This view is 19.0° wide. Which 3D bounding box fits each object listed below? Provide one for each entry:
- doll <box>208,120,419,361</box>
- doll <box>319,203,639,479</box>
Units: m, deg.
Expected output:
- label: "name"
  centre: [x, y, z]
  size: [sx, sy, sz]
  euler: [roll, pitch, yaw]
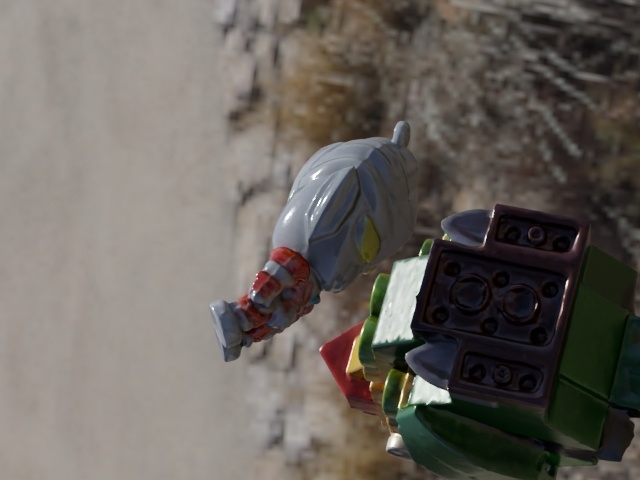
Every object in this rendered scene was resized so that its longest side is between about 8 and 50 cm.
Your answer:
- label: "doll"
  centre: [0.000, 0.000, 1.114]
  size: [0.079, 0.180, 0.094]
  euler: [36, 161, 19]
- label: "doll"
  centre: [0.078, 0.052, 0.791]
  size: [0.186, 0.134, 0.106]
  euler: [147, 140, -65]
